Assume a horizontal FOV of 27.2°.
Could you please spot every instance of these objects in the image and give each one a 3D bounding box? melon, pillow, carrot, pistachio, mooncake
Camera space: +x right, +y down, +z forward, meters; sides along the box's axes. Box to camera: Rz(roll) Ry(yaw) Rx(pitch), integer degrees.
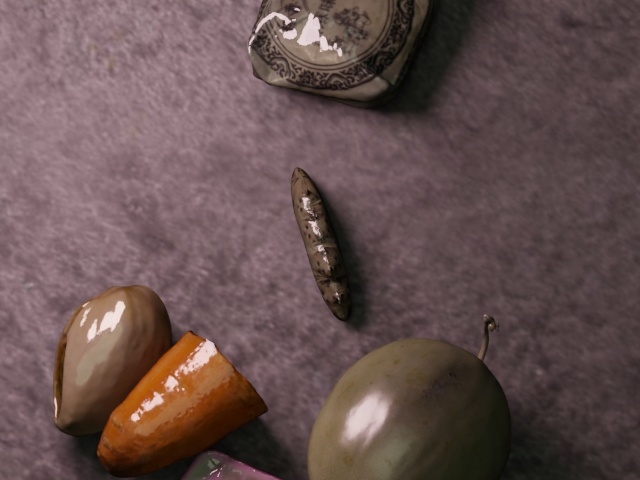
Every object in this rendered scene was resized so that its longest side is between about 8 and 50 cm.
[{"bbox_3d":[0.119,0.266,1.775,0.308,0.272,0.272,-14,75,-34],"label":"melon"},{"bbox_3d":[0.000,-0.001,1.925,0.051,0.093,0.241,-16,77,-4],"label":"pillow"},{"bbox_3d":[-0.208,0.245,1.834,0.225,0.159,0.159,-39,78,-17],"label":"carrot"},{"bbox_3d":[-0.306,0.171,1.890,0.153,0.138,0.238,36,82,-7],"label":"pistachio"},{"bbox_3d":[0.033,-0.329,1.970,0.250,0.136,0.254,17,79,11],"label":"mooncake"}]

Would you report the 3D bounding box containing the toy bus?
[{"bbox_3d":[-0.073,0.389,1.853,0.274,0.090,0.112,22,74,8],"label":"toy bus"}]
